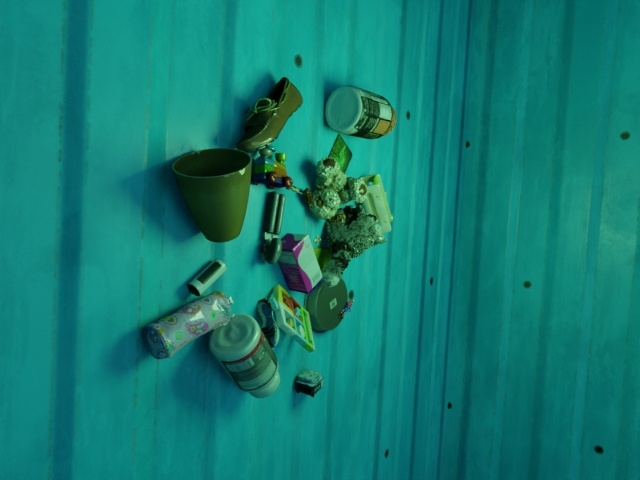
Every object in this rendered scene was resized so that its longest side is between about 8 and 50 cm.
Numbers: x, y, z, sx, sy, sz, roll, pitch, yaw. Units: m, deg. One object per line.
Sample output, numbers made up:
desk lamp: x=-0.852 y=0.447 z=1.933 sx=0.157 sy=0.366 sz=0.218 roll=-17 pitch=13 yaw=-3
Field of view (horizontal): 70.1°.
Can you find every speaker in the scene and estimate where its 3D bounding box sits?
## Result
speaker: x=-0.375 y=0.123 z=1.511 sx=0.136 sy=0.055 sz=0.055 roll=-48 pitch=130 yaw=-39

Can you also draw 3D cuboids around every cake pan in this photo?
cake pan: x=0.035 y=0.281 z=2.082 sx=0.293 sy=0.054 sz=0.294 roll=-10 pitch=102 yaw=-53

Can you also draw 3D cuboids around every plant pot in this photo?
plant pot: x=-0.323 y=-0.132 z=1.439 sx=0.237 sy=0.237 sz=0.255 roll=-39 pitch=138 yaw=-44

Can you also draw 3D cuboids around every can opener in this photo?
can opener: x=-0.171 y=-0.047 z=1.744 sx=0.074 sy=0.093 sz=0.281 roll=15 pitch=77 yaw=-52

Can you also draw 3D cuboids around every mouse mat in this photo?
mouse mat: x=0.088 y=-0.376 z=2.115 sx=0.152 sy=0.007 sz=0.190 roll=46 pitch=59 yaw=-45

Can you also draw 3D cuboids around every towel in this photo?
towel: x=0.032 y=0.086 z=2.073 sx=0.237 sy=0.021 sz=0.102 roll=5 pitch=83 yaw=-53

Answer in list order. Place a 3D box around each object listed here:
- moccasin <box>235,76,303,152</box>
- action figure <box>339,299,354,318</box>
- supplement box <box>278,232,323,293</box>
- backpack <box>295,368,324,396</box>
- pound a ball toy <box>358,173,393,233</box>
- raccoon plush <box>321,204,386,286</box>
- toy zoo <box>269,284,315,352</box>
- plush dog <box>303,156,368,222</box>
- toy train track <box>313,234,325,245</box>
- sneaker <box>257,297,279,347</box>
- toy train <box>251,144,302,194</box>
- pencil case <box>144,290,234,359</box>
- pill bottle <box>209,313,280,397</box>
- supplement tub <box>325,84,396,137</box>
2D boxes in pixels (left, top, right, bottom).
moccasin: x=-0.190 y=-0.451 z=1.626 sx=0.147 sy=0.139 sz=0.380 roll=55 pitch=54 yaw=-33
action figure: x=0.128 y=0.318 z=2.143 sx=0.115 sy=0.030 sz=0.038 roll=-51 pitch=127 yaw=-40
supplement box: x=-0.088 y=0.091 z=1.845 sx=0.111 sy=0.113 sz=0.220 roll=-44 pitch=128 yaw=-40
backpack: x=-0.041 y=0.610 z=1.976 sx=0.114 sy=0.104 sz=0.084 roll=-13 pitch=106 yaw=-57
pound a ball toy: x=0.273 y=-0.178 z=2.311 sx=0.208 sy=0.135 sz=0.319 roll=-77 pitch=151 yaw=-55
raccoon plush: x=0.135 y=0.046 z=2.111 sx=0.447 sy=0.216 sz=0.299 roll=-57 pitch=146 yaw=-13
toy zoo: x=-0.114 y=0.303 z=1.814 sx=0.293 sy=0.030 sz=0.192 roll=51 pitch=18 yaw=-43
plush dog: x=0.035 y=-0.198 z=1.958 sx=0.262 sy=0.210 sz=0.226 roll=36 pitch=78 yaw=-19
toy train track: x=0.000 y=0.000 z=2.034 sx=0.083 sy=0.014 sz=0.048 roll=-1 pitch=95 yaw=-54
sneaker: x=-0.185 y=0.317 z=1.734 sx=0.083 sy=0.071 sz=0.191 roll=51 pitch=24 yaw=-57
toy train: x=-0.149 y=-0.267 z=1.733 sx=0.248 sy=0.105 sz=0.144 roll=9 pitch=81 yaw=-53
pencil case: x=-0.406 y=0.260 z=1.431 sx=0.284 sy=0.124 sz=0.124 roll=-26 pitch=115 yaw=-48
pill bottle: x=-0.250 y=0.418 z=1.599 sx=0.176 sy=0.176 sz=0.319 roll=-55 pitch=143 yaw=-34
supplement tub: x=0.194 y=-0.570 z=2.066 sx=0.337 sy=0.207 sz=0.207 roll=-7 pitch=99 yaw=-53
